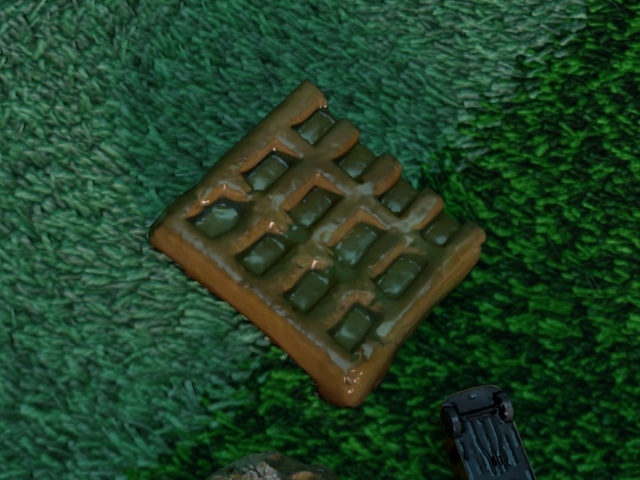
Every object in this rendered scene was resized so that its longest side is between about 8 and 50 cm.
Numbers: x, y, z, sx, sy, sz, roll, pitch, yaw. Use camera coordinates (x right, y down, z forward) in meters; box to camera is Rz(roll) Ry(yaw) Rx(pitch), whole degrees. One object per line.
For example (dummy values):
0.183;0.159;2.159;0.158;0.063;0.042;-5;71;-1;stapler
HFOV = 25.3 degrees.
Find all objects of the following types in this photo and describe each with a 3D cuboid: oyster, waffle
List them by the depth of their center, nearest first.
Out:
-0.022;0.303;1.639;0.209;0.072;0.133;39;66;7;oyster
0.000;0.000;1.792;0.348;0.077;0.304;40;64;10;waffle

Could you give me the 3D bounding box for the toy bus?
0.201;0.274;1.687;0.083;0.088;0.195;-13;69;-17;toy bus
